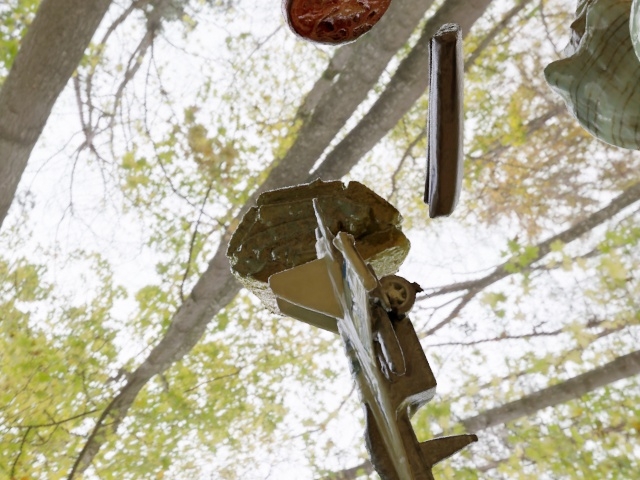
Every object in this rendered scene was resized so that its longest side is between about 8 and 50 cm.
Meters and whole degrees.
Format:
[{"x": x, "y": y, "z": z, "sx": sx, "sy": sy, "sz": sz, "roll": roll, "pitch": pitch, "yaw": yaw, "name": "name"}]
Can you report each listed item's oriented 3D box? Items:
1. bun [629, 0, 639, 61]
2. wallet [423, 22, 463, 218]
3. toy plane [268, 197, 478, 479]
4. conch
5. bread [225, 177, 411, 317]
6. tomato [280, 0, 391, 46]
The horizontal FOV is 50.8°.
[{"x": 0.405, "y": -0.209, "z": 0.528, "sx": 0.283, "sy": 0.283, "sz": 0.179, "roll": 52, "pitch": -141, "yaw": -2, "name": "bun"}, {"x": 0.164, "y": -0.162, "z": 0.881, "sx": 0.182, "sy": 0.049, "sz": 0.229, "roll": -54, "pitch": -35, "yaw": -63, "name": "wallet"}, {"x": 0.051, "y": 0.096, "z": 0.462, "sx": 0.088, "sy": 0.192, "sz": 0.262, "roll": -28, "pitch": -117, "yaw": -10, "name": "toy plane"}, {"x": 0.368, "y": -0.214, "z": 0.788, "sx": 0.169, "sy": 0.203, "sz": 0.386, "roll": 60, "pitch": -163, "yaw": -26, "name": "conch"}, {"x": 0.000, "y": 0.000, "z": 0.961, "sx": 0.124, "sy": 0.257, "sz": 0.186, "roll": 50, "pitch": -150, "yaw": -54, "name": "bread"}, {"x": 0.019, "y": -0.385, "z": 1.051, "sx": 0.174, "sy": 0.166, "sz": 0.082, "roll": 15, "pitch": -158, "yaw": -44, "name": "tomato"}]
